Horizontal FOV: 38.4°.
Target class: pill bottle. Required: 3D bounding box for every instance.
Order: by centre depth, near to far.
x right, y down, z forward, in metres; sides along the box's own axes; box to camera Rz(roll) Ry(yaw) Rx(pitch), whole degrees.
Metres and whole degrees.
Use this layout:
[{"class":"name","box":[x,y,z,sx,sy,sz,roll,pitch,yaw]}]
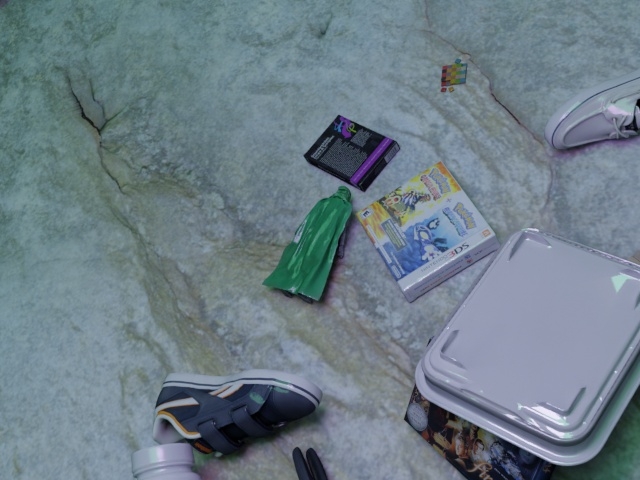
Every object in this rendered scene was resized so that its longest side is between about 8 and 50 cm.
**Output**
[{"class":"pill bottle","box":[-0.237,0.434,1.448,0.119,0.119,0.209,-18,67,15]}]

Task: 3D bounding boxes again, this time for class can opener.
[{"class":"can opener","box":[-0.005,0.390,1.420,0.073,0.059,0.186,-57,39,24]}]

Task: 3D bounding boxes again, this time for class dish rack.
[{"class":"dish rack","box":[0.314,0.122,1.283,0.285,0.072,0.333,24,62,32]}]

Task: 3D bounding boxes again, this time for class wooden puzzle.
[{"class":"wooden puzzle","box":[0.262,-0.326,1.807,0.049,0.006,0.083,-5,57,24]}]

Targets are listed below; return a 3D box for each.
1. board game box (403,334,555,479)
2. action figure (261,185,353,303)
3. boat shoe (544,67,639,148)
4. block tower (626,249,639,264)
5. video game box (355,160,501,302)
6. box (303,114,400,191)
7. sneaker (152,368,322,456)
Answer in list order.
[{"class":"board game box","box":[0.233,0.268,1.336,0.042,0.165,0.243,-12,37,-38]},{"class":"action figure","box":[0.000,0.000,1.683,0.137,0.063,0.232,16,71,35]},{"class":"boat shoe","box":[0.516,-0.217,1.558,0.267,0.096,0.088,-23,47,1]},{"class":"block tower","box":[0.414,0.147,1.363,0.335,0.097,0.091,-40,50,-5]},{"class":"video game box","box":[0.185,-0.019,1.616,0.187,0.048,0.205,-31,51,2]},{"class":"box","box":[0.059,-0.172,1.792,0.162,0.029,0.116,32,76,36]},{"class":"sneaker","box":[-0.144,0.292,1.523,0.321,0.126,0.127,-8,50,35]}]
